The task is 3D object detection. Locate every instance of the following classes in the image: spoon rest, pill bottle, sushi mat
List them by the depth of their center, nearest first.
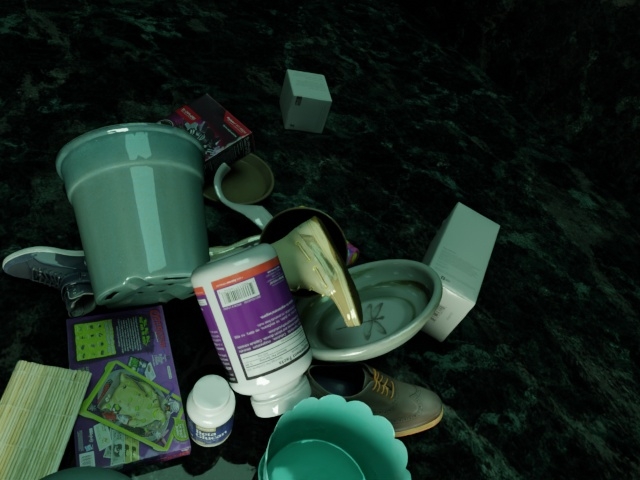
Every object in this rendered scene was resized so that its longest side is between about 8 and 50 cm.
[{"bbox_3d":[-0.544,0.379,0.927,0.151,0.019,0.317,10,53,-6],"label":"sushi mat"},{"bbox_3d":[-0.218,0.336,1.012,0.094,0.169,0.094,6,49,-7],"label":"pill bottle"},{"bbox_3d":[-0.129,0.180,1.037,0.181,0.181,0.323,-23,96,-35],"label":"pill bottle"},{"bbox_3d":[-0.214,-0.093,1.461,0.084,0.137,0.276,-41,79,1],"label":"spoon rest"}]

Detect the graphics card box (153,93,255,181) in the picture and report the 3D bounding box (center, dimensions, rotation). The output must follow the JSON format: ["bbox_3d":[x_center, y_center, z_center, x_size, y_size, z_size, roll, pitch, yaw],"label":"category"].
[{"bbox_3d":[-0.411,-0.270,1.526,0.370,0.094,0.233,-38,67,-22],"label":"graphics card box"}]

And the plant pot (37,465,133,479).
[{"bbox_3d":[-0.378,0.482,0.768,0.292,0.196,0.293,10,54,-14],"label":"plant pot"}]

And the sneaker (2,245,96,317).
[{"bbox_3d":[-0.608,0.097,1.168,0.226,0.086,0.164,1,45,-21],"label":"sneaker"}]

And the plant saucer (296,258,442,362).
[{"bbox_3d":[0.107,0.186,1.241,0.400,0.101,0.400,-18,20,7],"label":"plant saucer"}]

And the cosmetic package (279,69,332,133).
[{"bbox_3d":[-0.060,-0.525,1.928,0.151,0.151,0.184,3,47,-18],"label":"cosmetic package"}]

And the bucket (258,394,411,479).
[{"bbox_3d":[0.012,0.456,0.975,0.280,0.183,0.281,11,44,-11],"label":"bucket"}]

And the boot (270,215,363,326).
[{"bbox_3d":[-0.036,0.103,1.143,0.203,0.095,0.262,-27,84,8],"label":"boot"}]

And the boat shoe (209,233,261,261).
[{"bbox_3d":[-0.214,0.058,1.346,0.285,0.103,0.092,-13,58,-25],"label":"boat shoe"}]

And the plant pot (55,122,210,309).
[{"bbox_3d":[-0.405,-0.034,1.178,0.340,0.341,0.335,-7,72,-26],"label":"plant pot"}]

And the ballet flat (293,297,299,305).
[{"bbox_3d":[-0.075,0.132,1.341,0.070,0.070,0.188,30,32,10],"label":"ballet flat"}]

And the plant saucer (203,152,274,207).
[{"bbox_3d":[-0.284,-0.196,1.606,0.277,0.041,0.278,11,45,-11],"label":"plant saucer"}]

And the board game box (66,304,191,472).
[{"bbox_3d":[-0.409,0.302,1.071,0.208,0.056,0.347,-8,51,-21],"label":"board game box"}]

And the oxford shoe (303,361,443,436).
[{"bbox_3d":[0.121,0.353,1.150,0.363,0.133,0.130,9,45,-12],"label":"oxford shoe"}]

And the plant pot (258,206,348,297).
[{"bbox_3d":[-0.031,0.015,1.305,0.215,0.216,0.230,23,9,3],"label":"plant pot"}]

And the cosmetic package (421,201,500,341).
[{"bbox_3d":[0.372,0.080,1.464,0.155,0.197,0.366,31,46,8],"label":"cosmetic package"}]

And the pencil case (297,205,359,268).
[{"bbox_3d":[0.000,0.000,1.480,0.236,0.105,0.104,38,46,20],"label":"pencil case"}]
